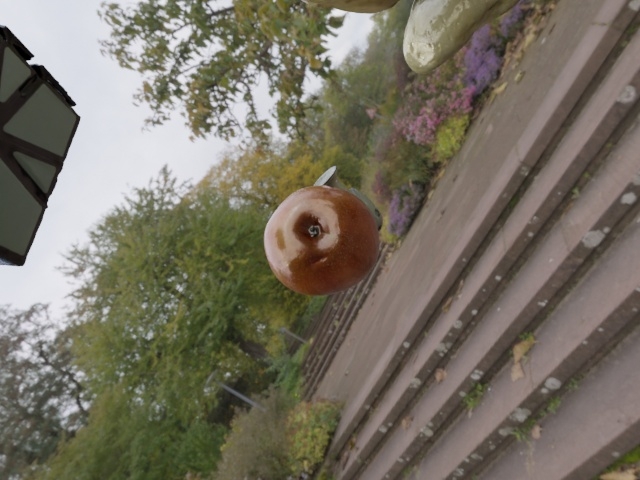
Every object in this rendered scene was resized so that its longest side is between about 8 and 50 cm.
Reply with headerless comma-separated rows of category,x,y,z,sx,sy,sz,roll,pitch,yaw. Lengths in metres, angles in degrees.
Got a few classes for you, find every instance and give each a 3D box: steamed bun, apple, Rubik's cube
steamed bun,0.211,-0.376,0.690,0.212,0.110,0.231,-51,17,-16
apple,0.000,0.000,0.750,0.201,0.201,0.162,-62,-17,-1
Rubik's cube,-0.548,-0.146,0.552,0.288,0.283,0.294,72,-161,-62

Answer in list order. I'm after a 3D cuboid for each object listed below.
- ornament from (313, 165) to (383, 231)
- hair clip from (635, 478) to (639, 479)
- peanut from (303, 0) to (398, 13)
ornament,0.060,-0.070,0.845,0.074,0.156,0.081,-26,28,50
hair clip,0.499,0.314,0.530,0.206,0.195,0.310,27,-69,-43
peanut,0.076,-0.360,0.506,0.318,0.147,0.148,-39,-18,-26
